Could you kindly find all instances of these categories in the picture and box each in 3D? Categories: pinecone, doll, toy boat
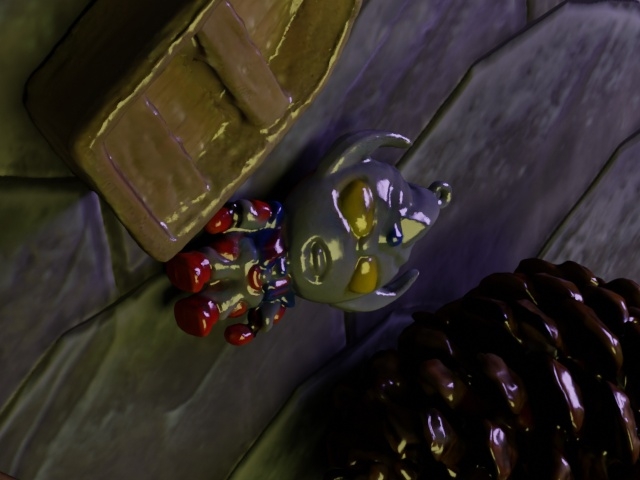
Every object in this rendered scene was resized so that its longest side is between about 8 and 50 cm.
[{"bbox_3d":[0.134,0.126,1.178,0.272,0.224,0.224,-15,130,-35],"label":"pinecone"},{"bbox_3d":[0.000,-0.001,1.029,0.195,0.062,0.104,-21,96,-33],"label":"doll"},{"bbox_3d":[-0.052,-0.093,0.874,0.188,0.061,0.116,-49,146,-12],"label":"toy boat"}]

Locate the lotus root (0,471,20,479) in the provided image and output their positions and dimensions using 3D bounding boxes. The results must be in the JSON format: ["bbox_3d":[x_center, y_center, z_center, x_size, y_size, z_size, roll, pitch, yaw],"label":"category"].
[{"bbox_3d":[-0.179,0.194,0.858,0.182,0.183,0.310,-57,151,1],"label":"lotus root"}]
